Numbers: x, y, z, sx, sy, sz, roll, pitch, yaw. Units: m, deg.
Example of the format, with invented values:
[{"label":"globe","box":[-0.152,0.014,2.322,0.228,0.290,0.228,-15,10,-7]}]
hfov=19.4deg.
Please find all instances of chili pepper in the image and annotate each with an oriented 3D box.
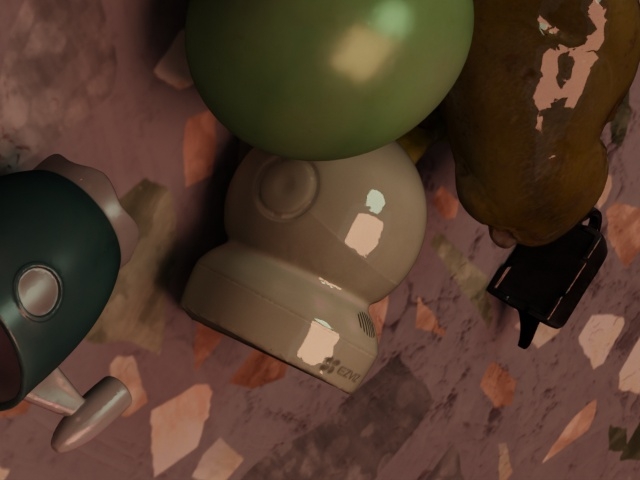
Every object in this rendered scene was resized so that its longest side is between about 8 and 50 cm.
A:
[{"label":"chili pepper","box":[0.129,-0.111,1.902,0.208,0.049,0.043,-20,160,-44]}]

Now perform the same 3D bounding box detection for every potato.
[{"label":"potato","box":[0.206,-0.161,1.820,0.218,0.202,0.351,-14,112,-62]}]

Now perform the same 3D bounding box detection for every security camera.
[{"label":"security camera","box":[0.000,0.000,1.711,0.194,0.194,0.236,29,86,-51]}]

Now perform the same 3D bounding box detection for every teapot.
[{"label":"teapot","box":[0.268,0.042,2.113,0.177,0.087,0.096,-57,146,-7]}]

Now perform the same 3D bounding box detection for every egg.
[{"label":"egg","box":[0.010,-0.181,1.586,0.269,0.220,0.220,-31,132,-40]}]

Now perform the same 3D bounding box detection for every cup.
[{"label":"cup","box":[-0.237,0.022,1.481,0.173,0.167,0.300,-43,113,-35]}]
